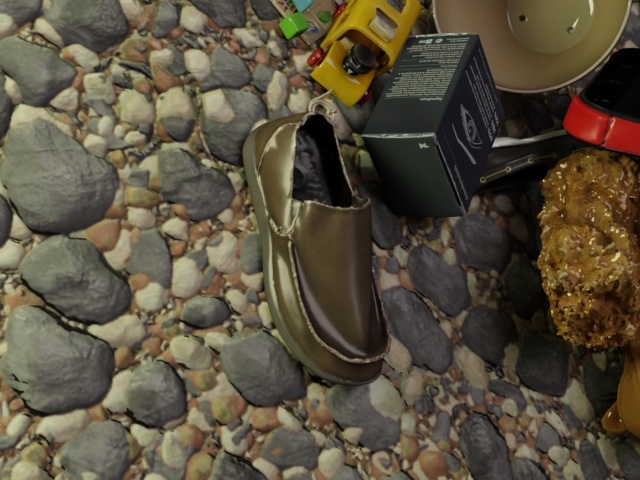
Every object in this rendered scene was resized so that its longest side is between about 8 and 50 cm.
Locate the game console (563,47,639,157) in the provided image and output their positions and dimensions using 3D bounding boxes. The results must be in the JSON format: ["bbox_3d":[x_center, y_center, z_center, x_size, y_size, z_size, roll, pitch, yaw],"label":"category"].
[{"bbox_3d":[0.532,-0.167,1.835,0.342,0.060,0.386,19,27,16],"label":"game console"}]

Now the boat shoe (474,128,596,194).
[{"bbox_3d":[0.313,-0.111,1.891,0.228,0.081,0.068,-9,73,-5],"label":"boat shoe"}]

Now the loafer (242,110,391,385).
[{"bbox_3d":[0.000,0.000,1.641,0.134,0.130,0.366,-9,71,-35],"label":"loafer"}]

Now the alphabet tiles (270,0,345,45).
[{"bbox_3d":[-0.034,-0.410,1.910,0.237,0.009,0.198,49,51,0],"label":"alphabet tiles"}]

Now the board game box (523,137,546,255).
[{"bbox_3d":[0.367,-0.048,1.956,0.136,0.035,0.201,5,64,-30],"label":"board game box"}]

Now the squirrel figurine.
[{"bbox_3d":[0.437,0.078,1.792,0.397,0.281,0.370,19,77,-21],"label":"squirrel figurine"}]

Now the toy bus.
[{"bbox_3d":[0.062,-0.272,1.830,0.191,0.104,0.202,-9,75,-36],"label":"toy bus"}]

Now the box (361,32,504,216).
[{"bbox_3d":[0.155,-0.155,1.791,0.207,0.108,0.153,-63,143,-37],"label":"box"}]

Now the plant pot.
[{"bbox_3d":[0.324,-0.350,1.967,0.284,0.284,0.191,61,17,8],"label":"plant pot"}]
